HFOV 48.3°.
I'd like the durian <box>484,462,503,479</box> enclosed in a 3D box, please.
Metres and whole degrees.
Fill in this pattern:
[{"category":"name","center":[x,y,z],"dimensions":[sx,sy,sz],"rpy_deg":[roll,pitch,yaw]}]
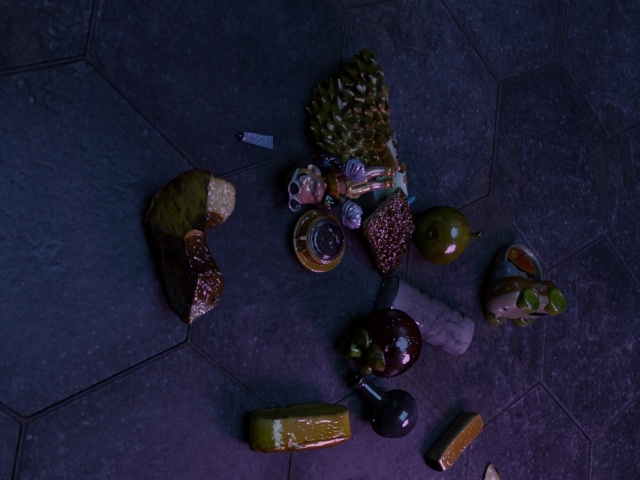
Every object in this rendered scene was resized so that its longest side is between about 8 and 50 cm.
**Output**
[{"category":"durian","center":[0.470,0.672,1.937],"dimensions":[0.066,0.052,0.130],"rpy_deg":[8,77,2]}]

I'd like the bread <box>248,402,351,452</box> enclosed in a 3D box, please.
[{"category":"bread","center":[-0.040,0.401,1.514],"dimensions":[0.246,0.102,0.094],"rpy_deg":[4,83,-39]}]

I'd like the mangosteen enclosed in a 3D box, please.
[{"category":"mangosteen","center":[0.137,0.237,1.618],"dimensions":[0.180,0.166,0.166],"rpy_deg":[-14,96,-27]}]

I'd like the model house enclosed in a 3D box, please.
[{"category":"model house","center":[0.142,-0.099,1.673],"dimensions":[0.127,0.100,0.148],"rpy_deg":[-23,108,-33]}]

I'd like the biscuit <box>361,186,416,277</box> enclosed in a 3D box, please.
[{"category":"biscuit","center":[0.168,-0.012,1.654],"dimensions":[0.131,0.026,0.236],"rpy_deg":[-43,144,-12]}]

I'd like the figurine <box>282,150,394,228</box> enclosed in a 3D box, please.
[{"category":"figurine","center":[0.039,-0.123,1.538],"dimensions":[0.115,0.240,0.174],"rpy_deg":[-84,174,-50]}]

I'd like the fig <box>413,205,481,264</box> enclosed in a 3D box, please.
[{"category":"fig","center":[0.311,-0.022,1.795],"dimensions":[0.142,0.148,0.186],"rpy_deg":[61,17,-2]}]

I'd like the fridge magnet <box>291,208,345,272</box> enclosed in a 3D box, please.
[{"category":"fridge magnet","center":[0.000,0.000,1.587],"dimensions":[0.143,0.063,0.142],"rpy_deg":[4,83,-34]}]

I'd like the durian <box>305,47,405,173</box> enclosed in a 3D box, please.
[{"category":"durian","center":[0.068,-0.283,1.604],"dimensions":[0.196,0.185,0.304],"rpy_deg":[-9,81,-2]}]

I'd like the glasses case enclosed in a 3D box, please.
[{"category":"glasses case","center":[0.266,0.192,1.781],"dimensions":[0.299,0.060,0.114],"rpy_deg":[30,75,-33]}]

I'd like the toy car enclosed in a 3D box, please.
[{"category":"toy car","center":[0.547,0.116,1.973],"dimensions":[0.235,0.145,0.235],"rpy_deg":[18,57,-31]}]

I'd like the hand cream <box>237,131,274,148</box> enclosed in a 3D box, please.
[{"category":"hand cream","center":[-0.138,-0.217,1.526],"dimensions":[0.093,0.019,0.030],"rpy_deg":[8,81,-44]}]

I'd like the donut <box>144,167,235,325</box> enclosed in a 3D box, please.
[{"category":"donut","center":[-0.248,-0.002,1.360],"dimensions":[0.112,0.151,0.294],"rpy_deg":[-7,111,-54]}]

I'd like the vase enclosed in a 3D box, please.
[{"category":"vase","center":[0.139,0.372,1.652],"dimensions":[0.183,0.120,0.120],"rpy_deg":[45,62,-10]}]

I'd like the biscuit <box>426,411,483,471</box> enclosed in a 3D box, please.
[{"category":"biscuit","center":[0.343,0.512,1.828],"dimensions":[0.188,0.056,0.052],"rpy_deg":[-36,107,-32]}]

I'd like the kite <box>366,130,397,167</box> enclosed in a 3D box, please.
[{"category":"kite","center":[0.139,-0.174,1.736],"dimensions":[0.189,0.009,0.232],"rpy_deg":[49,61,-25]}]
